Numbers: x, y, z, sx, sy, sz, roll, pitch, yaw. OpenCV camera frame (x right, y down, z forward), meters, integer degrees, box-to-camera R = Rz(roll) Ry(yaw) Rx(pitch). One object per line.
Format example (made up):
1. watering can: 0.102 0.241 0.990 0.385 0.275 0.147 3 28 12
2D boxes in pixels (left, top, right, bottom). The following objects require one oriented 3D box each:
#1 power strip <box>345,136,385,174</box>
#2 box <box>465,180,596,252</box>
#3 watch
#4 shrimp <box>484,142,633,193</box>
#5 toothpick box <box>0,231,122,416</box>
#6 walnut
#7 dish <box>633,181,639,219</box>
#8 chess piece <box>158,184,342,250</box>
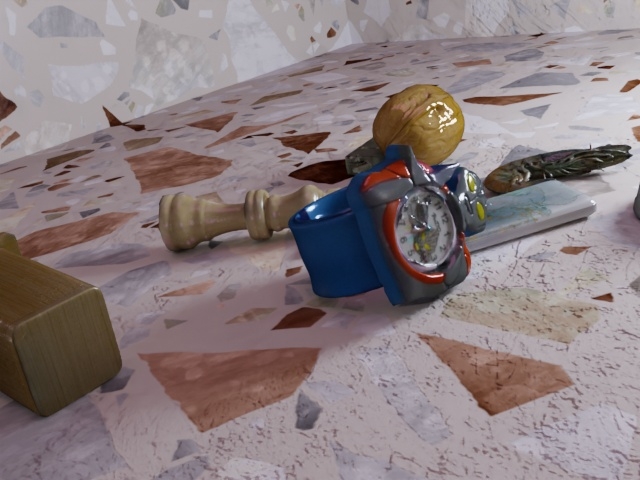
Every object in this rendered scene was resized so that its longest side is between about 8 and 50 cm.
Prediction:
1. power strip: 0.138 -0.212 1.909 0.093 0.053 0.288 4 26 30
2. box: 0.341 -0.045 1.408 0.284 0.044 0.142 -16 26 -13
3. watch: 0.109 -0.036 1.278 0.305 0.242 0.274 -29 14 -39
4. shrimp: 0.476 -0.139 1.563 0.295 0.058 0.169 -10 23 17
5. toothpick box: -0.460 0.126 1.180 0.308 0.188 0.190 14 32 41
6. walnut: 0.228 -0.263 1.813 0.225 0.193 0.193 -24 25 -33
7. dish: 0.673 -0.112 1.311 0.302 0.120 0.303 -10 22 4
8. chess piece: -0.118 -0.054 1.553 0.396 0.117 0.117 -6 22 10
